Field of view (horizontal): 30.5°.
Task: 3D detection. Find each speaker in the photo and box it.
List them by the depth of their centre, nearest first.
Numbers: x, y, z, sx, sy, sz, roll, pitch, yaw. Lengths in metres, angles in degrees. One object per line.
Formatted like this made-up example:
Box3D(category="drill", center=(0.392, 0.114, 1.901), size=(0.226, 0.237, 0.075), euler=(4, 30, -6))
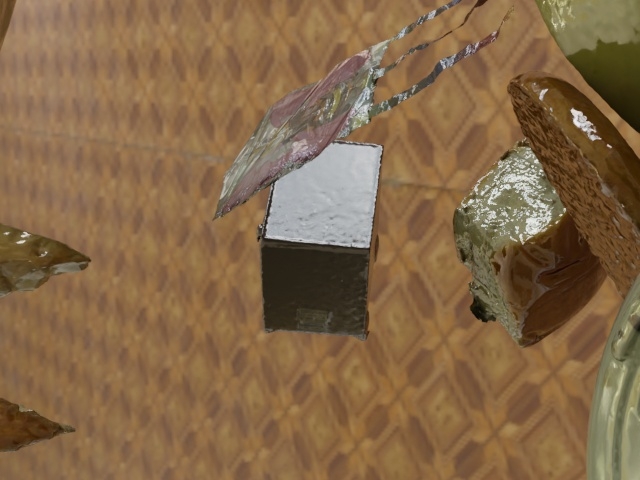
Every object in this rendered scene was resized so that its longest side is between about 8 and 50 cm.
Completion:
Box3D(category="speaker", center=(0.000, 0.000, 1.871), size=(0.254, 0.184, 0.232), euler=(91, -174, -50))

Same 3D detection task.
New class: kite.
Box3D(category="kite", center=(0.038, -0.139, 1.068), size=(0.360, 0.022, 0.204), euler=(-29, 26, 36))

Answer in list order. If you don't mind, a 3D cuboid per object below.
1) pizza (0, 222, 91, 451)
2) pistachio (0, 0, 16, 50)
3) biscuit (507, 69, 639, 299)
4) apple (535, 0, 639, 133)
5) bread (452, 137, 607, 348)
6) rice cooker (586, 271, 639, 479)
Box3D(category="pizza", center=(-0.213, 0.034, 0.439), size=(0.034, 0.262, 0.181), euler=(-48, 54, 56))
Box3D(category="pistachio", center=(-0.215, -0.136, 0.546), size=(0.157, 0.157, 0.229), euler=(55, 134, 37))
Box3D(category="biscuit", center=(0.199, -0.002, 0.745), size=(0.262, 0.037, 0.262), euler=(57, -175, -8))
Box3D(category="apple", center=(0.322, -0.193, 0.757), size=(0.320, 0.360, 0.312), euler=(-63, -4, -71))
Box3D(category="bread", center=(0.339, 0.011, 1.875), size=(0.225, 0.279, 0.250), euler=(29, 146, 34))
Box3D(category="rice cooker", center=(0.292, 0.102, 0.514), size=(0.288, 0.277, 0.288), euler=(-174, 90, -68))
